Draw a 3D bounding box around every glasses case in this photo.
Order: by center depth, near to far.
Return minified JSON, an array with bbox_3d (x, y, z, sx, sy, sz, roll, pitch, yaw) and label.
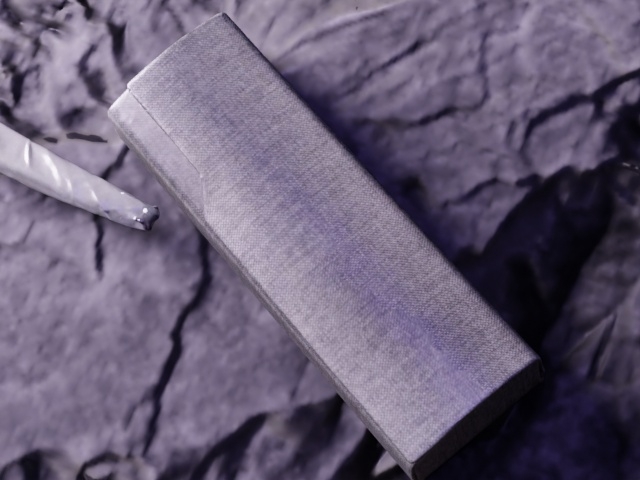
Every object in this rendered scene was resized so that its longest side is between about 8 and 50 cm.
[{"bbox_3d":[0.000,0.000,0.825,0.071,0.047,0.205,-39,72,-6],"label":"glasses case"}]

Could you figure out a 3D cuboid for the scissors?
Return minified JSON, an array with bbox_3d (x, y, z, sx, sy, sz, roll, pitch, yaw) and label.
[{"bbox_3d":[-0.161,-0.050,0.875,0.212,0.021,0.110,26,73,15],"label":"scissors"}]
